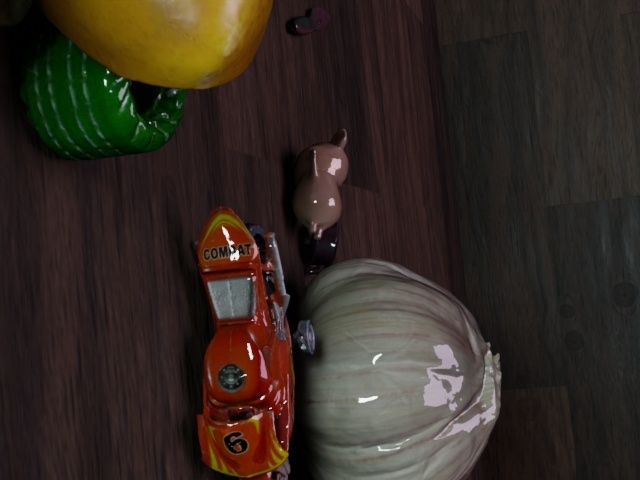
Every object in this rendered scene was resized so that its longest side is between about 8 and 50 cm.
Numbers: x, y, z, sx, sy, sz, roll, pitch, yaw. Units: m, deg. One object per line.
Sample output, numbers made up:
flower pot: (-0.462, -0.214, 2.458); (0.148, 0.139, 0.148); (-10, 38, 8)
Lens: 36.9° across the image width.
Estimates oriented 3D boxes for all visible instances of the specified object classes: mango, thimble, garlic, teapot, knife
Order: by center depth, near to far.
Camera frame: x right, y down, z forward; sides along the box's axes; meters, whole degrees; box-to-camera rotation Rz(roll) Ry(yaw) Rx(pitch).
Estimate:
mango: (-0.123, -0.233, 0.642); (0.199, 0.201, 0.350); (65, 2, -51)
thimble: (-0.162, -0.122, 0.733); (0.130, 0.090, 0.118); (-23, 104, -73)
garlic: (0.092, 0.176, 1.182); (0.317, 0.259, 0.317); (-3, 90, -77)
teapot: (0.000, 0.000, 1.309); (0.068, 0.045, 0.100); (134, -35, -76)
knife: (-0.014, -0.334, 1.453); (0.247, 0.018, 0.035); (-55, 133, -70)

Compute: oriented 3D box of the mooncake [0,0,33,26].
mooncake: (-0.228, -0.185, 0.564); (0.130, 0.073, 0.125); (-16, 102, -76)

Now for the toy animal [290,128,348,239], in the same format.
toy animal: (0.000, -0.071, 1.278); (0.089, 0.083, 0.150); (24, 61, -21)

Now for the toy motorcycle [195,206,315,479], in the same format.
toy motorcycle: (-0.068, 0.122, 0.954); (0.171, 0.089, 0.298); (18, 66, -71)
